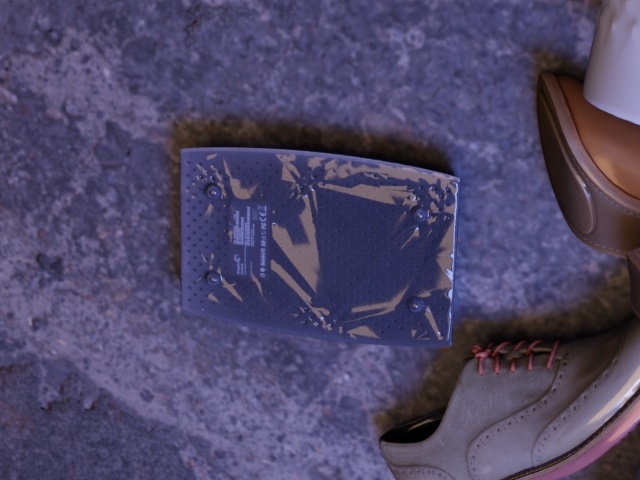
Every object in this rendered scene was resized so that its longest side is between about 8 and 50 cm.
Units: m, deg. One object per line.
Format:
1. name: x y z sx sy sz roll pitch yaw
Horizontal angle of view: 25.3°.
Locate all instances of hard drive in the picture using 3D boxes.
1. hard drive: 0.000 0.000 1.267 0.255 0.054 0.172 6 109 17

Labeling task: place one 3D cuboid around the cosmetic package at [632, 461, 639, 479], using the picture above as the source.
1. cosmetic package: 0.415 0.332 1.176 0.385 0.156 0.217 19 113 11

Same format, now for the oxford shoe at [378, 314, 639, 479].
1. oxford shoe: 0.181 0.132 1.203 0.130 0.123 0.348 49 119 4

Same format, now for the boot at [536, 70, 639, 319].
1. boot: 0.306 -0.058 1.107 0.220 0.283 0.109 -21 134 -7

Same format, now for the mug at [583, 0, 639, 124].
1. mug: 0.315 -0.245 0.994 0.374 0.276 0.328 24 110 43
